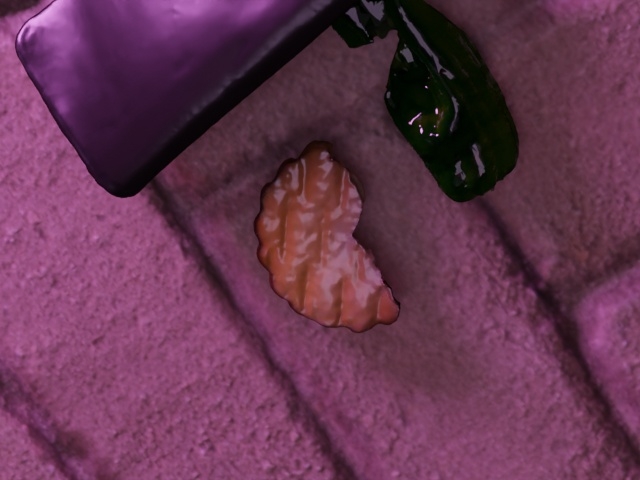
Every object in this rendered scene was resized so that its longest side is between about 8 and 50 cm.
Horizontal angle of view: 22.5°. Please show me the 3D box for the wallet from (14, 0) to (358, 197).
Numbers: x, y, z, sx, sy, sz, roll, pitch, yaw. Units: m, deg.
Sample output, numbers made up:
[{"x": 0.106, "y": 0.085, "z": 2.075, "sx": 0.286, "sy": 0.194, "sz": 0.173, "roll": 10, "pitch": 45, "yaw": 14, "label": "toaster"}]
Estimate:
[{"x": -0.092, "y": -0.219, "z": 1.390, "sx": 0.377, "sy": 0.051, "sz": 0.197, "roll": -38, "pitch": 75, "yaw": 19, "label": "wallet"}]

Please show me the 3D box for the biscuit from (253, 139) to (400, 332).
[{"x": 0.000, "y": 0.000, "z": 1.481, "sx": 0.118, "sy": 0.061, "sz": 0.183, "roll": -16, "pitch": 104, "yaw": 16, "label": "biscuit"}]

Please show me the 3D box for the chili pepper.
[{"x": 0.087, "y": -0.149, "z": 1.405, "sx": 0.099, "sy": 0.083, "sz": 0.253, "roll": -34, "pitch": 98, "yaw": 28, "label": "chili pepper"}]
